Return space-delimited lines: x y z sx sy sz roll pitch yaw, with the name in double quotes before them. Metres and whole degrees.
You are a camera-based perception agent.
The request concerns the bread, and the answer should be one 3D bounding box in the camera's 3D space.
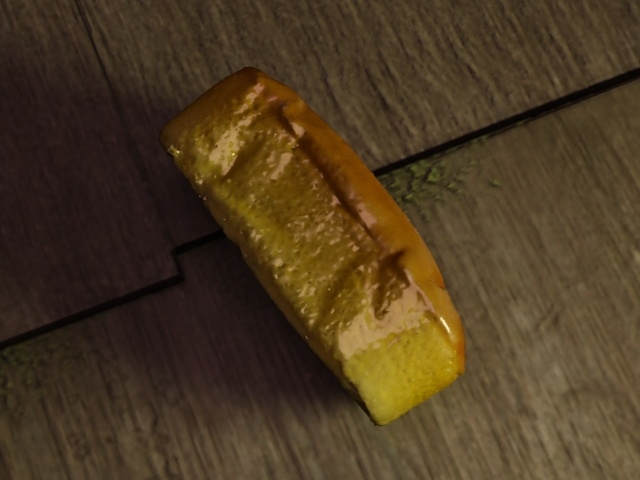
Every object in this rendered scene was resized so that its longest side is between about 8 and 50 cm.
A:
"bread" 0.000 0.000 1.210 0.094 0.102 0.245 -37 65 -4
